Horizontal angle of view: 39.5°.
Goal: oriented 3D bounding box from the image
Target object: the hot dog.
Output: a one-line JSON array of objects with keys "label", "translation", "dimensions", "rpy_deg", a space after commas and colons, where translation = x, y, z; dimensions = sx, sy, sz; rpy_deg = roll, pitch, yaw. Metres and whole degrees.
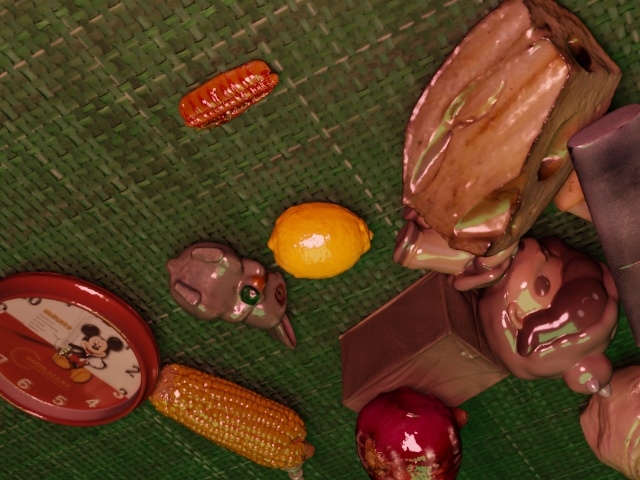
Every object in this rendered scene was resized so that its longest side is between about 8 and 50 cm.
[{"label": "hot dog", "translation": [-0.120, -0.188, 1.167], "dimensions": [0.144, 0.038, 0.062], "rpy_deg": [-23, 128, 17]}]

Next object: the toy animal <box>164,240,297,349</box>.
[{"label": "toy animal", "translation": [-0.114, 0.086, 1.378], "dimensions": [0.125, 0.127, 0.251], "rpy_deg": [-42, 136, 15]}]

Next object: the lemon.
[{"label": "lemon", "translation": [0.000, 0.000, 1.292], "dimensions": [0.155, 0.114, 0.114], "rpy_deg": [-1, 132, -7]}]

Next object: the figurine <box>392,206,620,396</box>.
[{"label": "figurine", "translation": [0.278, 0.066, 1.304], "dimensions": [0.380, 0.248, 0.203], "rpy_deg": [33, 127, -12]}]

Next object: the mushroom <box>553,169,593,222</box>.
[{"label": "mushroom", "translation": [0.465, -0.040, 1.271], "dimensions": [0.328, 0.122, 0.159], "rpy_deg": [19, 112, -17]}]

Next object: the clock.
[{"label": "clock", "translation": [-0.413, 0.176, 1.441], "dimensions": [0.318, 0.080, 0.319], "rpy_deg": [5, 126, 6]}]

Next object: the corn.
[{"label": "corn", "translation": [-0.147, 0.310, 1.554], "dimensions": [0.321, 0.119, 0.119], "rpy_deg": [28, 124, -25]}]

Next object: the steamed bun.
[{"label": "steamed bun", "translation": [0.630, 0.331, 1.555], "dimensions": [0.275, 0.206, 0.320], "rpy_deg": [35, 118, -26]}]

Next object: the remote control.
[{"label": "remote control", "translation": [0.428, -0.006, 1.196], "dimensions": [0.107, 0.044, 0.378], "rpy_deg": [-27, 124, 6]}]

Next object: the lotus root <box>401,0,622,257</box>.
[{"label": "lotus root", "translation": [0.243, -0.147, 1.154], "dimensions": [0.142, 0.210, 0.314], "rpy_deg": [-11, 142, -55]}]

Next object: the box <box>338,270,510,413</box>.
[{"label": "box", "translation": [0.163, 0.184, 1.435], "dimensions": [0.155, 0.149, 0.231], "rpy_deg": [36, 122, -28]}]

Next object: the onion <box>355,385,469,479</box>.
[{"label": "onion", "translation": [0.150, 0.280, 1.338], "dimensions": [0.198, 0.173, 0.135], "rpy_deg": [-29, 129, -34]}]

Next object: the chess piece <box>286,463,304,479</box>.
[{"label": "chess piece", "translation": [-0.049, 0.448, 1.735], "dimensions": [0.042, 0.042, 0.093], "rpy_deg": [-8, 138, 4]}]
